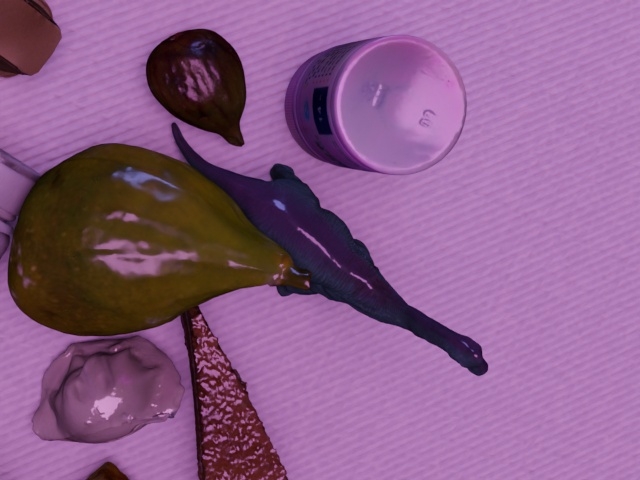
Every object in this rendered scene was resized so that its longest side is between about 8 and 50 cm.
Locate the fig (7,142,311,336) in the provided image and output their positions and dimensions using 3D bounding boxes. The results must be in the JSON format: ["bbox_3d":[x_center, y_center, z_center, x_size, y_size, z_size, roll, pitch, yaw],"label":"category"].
[{"bbox_3d":[-0.186,0.015,1.363,0.314,0.233,0.233,15,92,-14],"label":"fig"}]

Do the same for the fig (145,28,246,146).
[{"bbox_3d":[-0.137,-0.174,1.427,0.109,0.103,0.154,-13,114,24],"label":"fig"}]

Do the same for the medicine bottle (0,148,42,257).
[{"bbox_3d":[-0.431,0.003,1.347,0.143,0.143,0.258,34,86,-15],"label":"medicine bottle"}]

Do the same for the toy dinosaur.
[{"bbox_3d":[0.000,0.000,1.356,0.383,0.331,0.129,42,82,-16],"label":"toy dinosaur"}]

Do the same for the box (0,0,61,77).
[{"bbox_3d":[-0.370,-0.251,1.345,0.111,0.111,0.177,-56,137,-3],"label":"box"}]

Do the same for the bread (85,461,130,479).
[{"bbox_3d":[-0.239,0.370,1.450,0.132,0.103,0.172,-44,106,-4],"label":"bread"}]

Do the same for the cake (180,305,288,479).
[{"bbox_3d":[-0.127,0.205,1.455,0.113,0.116,0.295,-19,100,-12],"label":"cake"}]

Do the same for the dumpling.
[{"bbox_3d":[-0.258,0.175,1.434,0.188,0.108,0.127,-16,76,5],"label":"dumpling"}]

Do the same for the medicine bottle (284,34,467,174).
[{"bbox_3d":[0.055,-0.155,1.393,0.152,0.254,0.152,-1,95,-14],"label":"medicine bottle"}]
